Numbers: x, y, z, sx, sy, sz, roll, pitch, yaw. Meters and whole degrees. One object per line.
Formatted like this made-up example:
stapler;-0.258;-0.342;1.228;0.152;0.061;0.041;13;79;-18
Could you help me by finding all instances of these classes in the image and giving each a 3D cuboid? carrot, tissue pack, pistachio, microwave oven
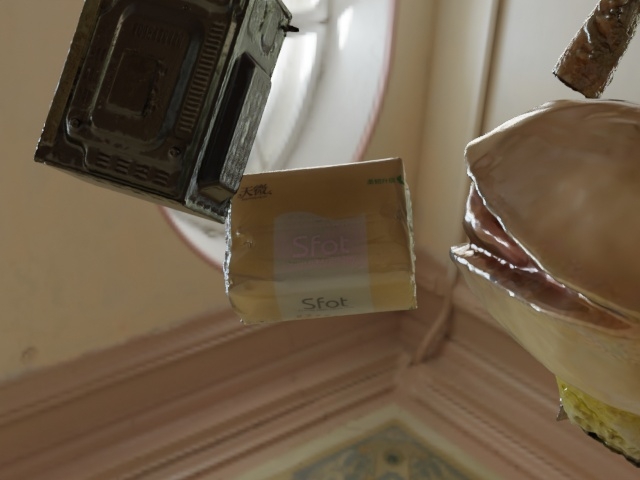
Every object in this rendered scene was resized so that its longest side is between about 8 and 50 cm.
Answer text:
carrot;0.468;-0.355;1.663;0.102;0.263;0.102;23;-162;-8
tissue pack;0.000;0.000;1.221;0.222;0.090;0.186;-3;-123;5
pistachio;0.223;0.011;0.770;0.229;0.230;0.309;-11;-152;-29
microwave oven;-0.132;-0.136;0.885;0.163;0.205;0.129;16;176;15

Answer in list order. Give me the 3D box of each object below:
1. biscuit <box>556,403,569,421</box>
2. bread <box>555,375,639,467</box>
biscuit;0.547;0.284;1.895;0.236;0.232;0.013;-18;-110;3
bread;0.337;0.132;1.131;0.197;0.171;0.197;-6;-150;3
